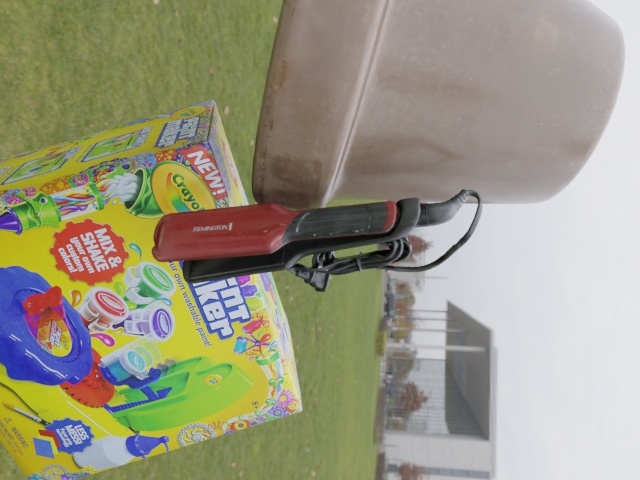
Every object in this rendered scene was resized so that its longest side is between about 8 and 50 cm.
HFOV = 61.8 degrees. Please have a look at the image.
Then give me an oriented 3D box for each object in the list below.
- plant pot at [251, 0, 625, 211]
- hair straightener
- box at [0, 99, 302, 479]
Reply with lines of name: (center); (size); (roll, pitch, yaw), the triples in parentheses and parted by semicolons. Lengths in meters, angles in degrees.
plant pot: (0.088, -0.127, 0.417); (0.263, 0.229, 0.263); (-164, -90, -88)
hair straightener: (0.000, 0.000, 0.389); (0.089, 0.230, 0.047); (58, 25, -56)
box: (-0.195, 0.049, 0.542); (0.177, 0.279, 0.290); (-110, -177, -64)
